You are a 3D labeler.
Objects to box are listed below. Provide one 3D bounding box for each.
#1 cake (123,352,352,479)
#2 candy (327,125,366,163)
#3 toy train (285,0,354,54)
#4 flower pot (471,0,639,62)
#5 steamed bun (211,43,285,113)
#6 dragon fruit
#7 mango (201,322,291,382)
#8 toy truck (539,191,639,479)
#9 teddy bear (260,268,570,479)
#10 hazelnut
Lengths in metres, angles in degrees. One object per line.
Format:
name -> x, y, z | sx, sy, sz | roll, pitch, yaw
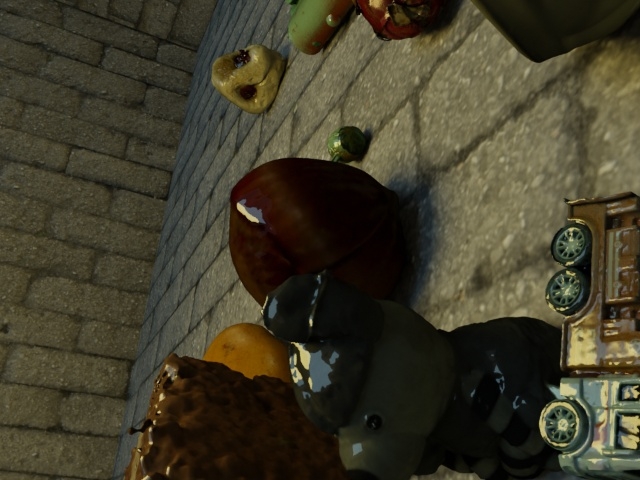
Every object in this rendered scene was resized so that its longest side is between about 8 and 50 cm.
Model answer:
cake -> -0.088, 0.320, 0.684 | 0.255, 0.282, 0.290 | -115, 40, -69
candy -> 0.008, -0.098, 0.936 | 0.202, 0.061, 0.061 | -58, 10, -31
toy train -> 0.017, -0.491, 1.214 | 0.285, 0.116, 0.177 | -37, 55, 57
flower pot -> 0.174, -0.305, 0.441 | 0.244, 0.308, 0.307 | -37, 38, 28
steamed bun -> -0.165, -0.423, 1.571 | 0.155, 0.172, 0.140 | -37, 50, 31
dragon fruit -> 0.120, -0.369, 0.870 | 0.125, 0.125, 0.246 | 111, 180, -54
mango -> -0.131, 0.232, 1.031 | 0.187, 0.138, 0.257 | -60, 29, 5
toy truck -> 0.206, 0.059, 0.380 | 0.115, 0.080, 0.177 | -16, 59, 55
teddy bear -> 0.067, 0.127, 0.495 | 0.171, 0.251, 0.144 | 112, 165, -59
hazelnut -> 0.000, 0.000, 0.776 | 0.229, 0.230, 0.229 | -165, 90, -69
